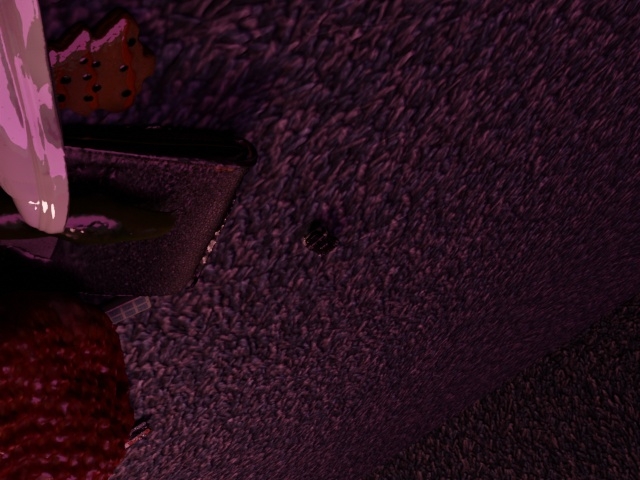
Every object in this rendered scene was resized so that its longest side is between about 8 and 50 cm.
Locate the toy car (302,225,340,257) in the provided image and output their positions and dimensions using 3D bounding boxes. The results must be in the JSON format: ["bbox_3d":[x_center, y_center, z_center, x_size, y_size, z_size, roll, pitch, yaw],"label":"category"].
[{"bbox_3d":[0.000,0.000,1.118,0.041,0.025,0.093,-40,155,7],"label":"toy car"}]

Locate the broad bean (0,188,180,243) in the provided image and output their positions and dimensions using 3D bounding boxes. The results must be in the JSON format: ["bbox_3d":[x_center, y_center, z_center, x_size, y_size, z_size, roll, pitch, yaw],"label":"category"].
[{"bbox_3d":[-0.275,-0.023,0.696,0.297,0.043,0.060,-1,130,-31],"label":"broad bean"}]

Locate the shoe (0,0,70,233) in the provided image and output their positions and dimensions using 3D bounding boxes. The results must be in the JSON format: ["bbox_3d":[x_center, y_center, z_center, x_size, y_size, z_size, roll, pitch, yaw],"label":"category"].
[{"bbox_3d":[-0.265,-0.115,0.577,0.110,0.095,0.265,-8,130,-20],"label":"shoe"}]

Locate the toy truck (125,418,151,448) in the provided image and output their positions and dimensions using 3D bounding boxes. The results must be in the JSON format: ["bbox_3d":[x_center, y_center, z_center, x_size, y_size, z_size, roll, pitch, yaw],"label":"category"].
[{"bbox_3d":[-0.343,0.351,1.299,0.083,0.024,0.032,-33,130,-6],"label":"toy truck"}]

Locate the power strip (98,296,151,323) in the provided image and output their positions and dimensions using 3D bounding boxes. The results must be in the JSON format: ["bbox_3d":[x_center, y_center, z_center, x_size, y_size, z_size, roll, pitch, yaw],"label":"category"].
[{"bbox_3d":[-0.271,0.093,0.983,0.090,0.016,0.040,-26,151,-17],"label":"power strip"}]

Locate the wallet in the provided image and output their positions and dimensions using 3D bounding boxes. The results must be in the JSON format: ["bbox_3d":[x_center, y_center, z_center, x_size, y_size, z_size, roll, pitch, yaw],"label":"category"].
[{"bbox_3d":[-0.218,-0.026,0.808,0.262,0.071,0.221,0,138,-37],"label":"wallet"}]

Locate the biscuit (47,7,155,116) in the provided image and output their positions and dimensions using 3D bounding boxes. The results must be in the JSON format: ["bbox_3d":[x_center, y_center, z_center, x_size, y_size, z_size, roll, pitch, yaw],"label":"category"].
[{"bbox_3d":[-0.213,-0.151,0.663,0.129,0.019,0.119,-19,148,-26],"label":"biscuit"}]

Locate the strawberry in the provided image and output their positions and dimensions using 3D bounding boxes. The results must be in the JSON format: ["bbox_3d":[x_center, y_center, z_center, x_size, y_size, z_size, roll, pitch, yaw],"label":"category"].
[{"bbox_3d":[-0.349,0.187,0.801,0.351,0.267,0.312,102,12,-47],"label":"strawberry"}]
